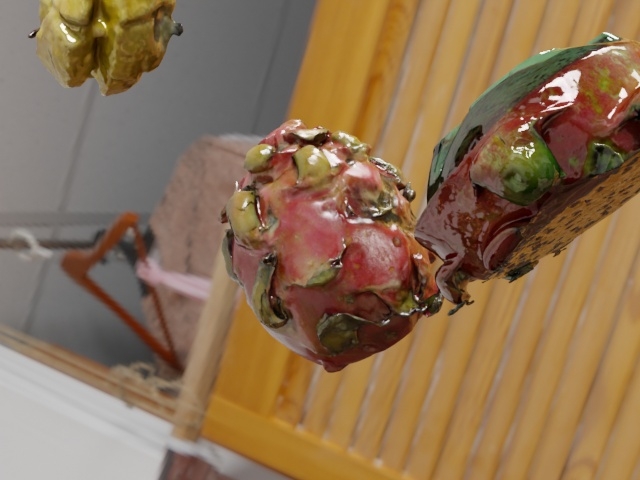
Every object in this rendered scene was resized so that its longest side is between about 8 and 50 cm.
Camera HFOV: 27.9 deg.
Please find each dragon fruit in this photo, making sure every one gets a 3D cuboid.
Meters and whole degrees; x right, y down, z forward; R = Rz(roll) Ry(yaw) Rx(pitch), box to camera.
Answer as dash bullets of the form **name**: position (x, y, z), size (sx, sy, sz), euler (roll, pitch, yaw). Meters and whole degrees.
- **dragon fruit**: position (0.193, -0.065, 1.066), size (0.268, 0.130, 0.295), euler (-15, -21, -42)
- **dragon fruit**: position (0.000, 0.000, 1.554), size (0.269, 0.250, 0.291), euler (-86, -28, -66)

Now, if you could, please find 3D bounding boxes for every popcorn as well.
- **popcorn**: position (-0.210, -0.221, 1.244), size (0.148, 0.152, 0.167), euler (71, -148, -66)
